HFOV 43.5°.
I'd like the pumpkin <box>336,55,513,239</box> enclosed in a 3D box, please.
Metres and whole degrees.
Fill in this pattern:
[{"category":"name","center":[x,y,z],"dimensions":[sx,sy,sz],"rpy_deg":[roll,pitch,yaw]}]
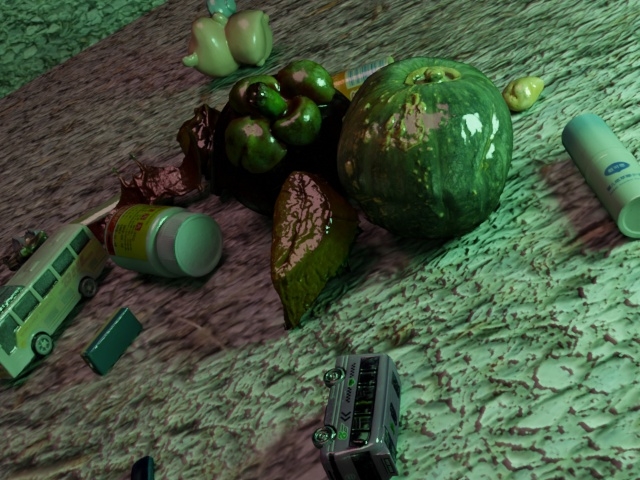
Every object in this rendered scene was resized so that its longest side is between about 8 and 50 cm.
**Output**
[{"category":"pumpkin","center":[0.165,-0.150,1.306],"dimensions":[0.292,0.257,0.327],"rpy_deg":[2,30,17]}]

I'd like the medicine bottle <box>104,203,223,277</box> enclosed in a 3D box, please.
[{"category":"medicine bottle","center":[-0.309,0.001,1.571],"dimensions":[0.226,0.139,0.139],"rpy_deg":[7,47,42]}]

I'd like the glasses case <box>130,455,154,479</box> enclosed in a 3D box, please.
[{"category":"glasses case","center":[-0.261,0.348,1.165],"dimensions":[0.034,0.023,0.083],"rpy_deg":[-24,32,4]}]

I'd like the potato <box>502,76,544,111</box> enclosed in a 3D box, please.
[{"category":"potato","center":[0.384,-0.278,1.512],"dimensions":[0.083,0.062,0.068],"rpy_deg":[-21,42,-29]}]

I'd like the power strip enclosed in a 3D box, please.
[{"category":"power strip","center":[-0.380,0.182,1.453],"dimensions":[0.032,0.056,0.123],"rpy_deg":[1,44,40]}]

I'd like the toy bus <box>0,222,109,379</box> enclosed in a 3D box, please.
[{"category":"toy bus","center":[-0.559,0.116,1.606],"dimensions":[0.097,0.138,0.342],"rpy_deg":[-2,40,32]}]

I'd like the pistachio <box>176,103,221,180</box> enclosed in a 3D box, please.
[{"category":"pistachio","center":[-0.263,-0.225,1.831],"dimensions":[0.131,0.165,0.210],"rpy_deg":[-10,44,-4]}]

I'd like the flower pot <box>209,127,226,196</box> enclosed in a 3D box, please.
[{"category":"flower pot","center":[-0.166,-0.213,1.757],"dimensions":[0.084,0.178,0.250],"rpy_deg":[11,43,6]}]

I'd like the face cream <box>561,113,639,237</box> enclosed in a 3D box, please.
[{"category":"face cream","center":[0.437,-0.104,1.206],"dimensions":[0.077,0.077,0.250],"rpy_deg":[-23,33,10]}]

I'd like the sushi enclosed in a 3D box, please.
[{"category":"sushi","center":[-0.001,0.000,1.320],"dimensions":[0.149,0.140,0.287],"rpy_deg":[-7,62,16]}]

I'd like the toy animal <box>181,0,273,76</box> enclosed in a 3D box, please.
[{"category":"toy animal","center":[-0.249,-0.562,2.272],"dimensions":[0.221,0.229,0.210],"rpy_deg":[25,17,7]}]

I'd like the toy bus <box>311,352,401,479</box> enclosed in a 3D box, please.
[{"category":"toy bus","center":[0.054,0.230,1.031],"dimensions":[0.099,0.086,0.178],"rpy_deg":[-9,35,17]}]

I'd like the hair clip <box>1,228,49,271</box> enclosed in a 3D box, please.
[{"category":"hair clip","center":[-0.657,0.034,1.790],"dimensions":[0.085,0.106,0.292],"rpy_deg":[-30,8,-33]}]

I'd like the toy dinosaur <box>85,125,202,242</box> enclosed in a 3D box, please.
[{"category":"toy dinosaur","center":[-0.404,-0.102,1.744],"dimensions":[0.328,0.113,0.206],"rpy_deg":[-12,75,11]}]

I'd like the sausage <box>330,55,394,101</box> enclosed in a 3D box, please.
[{"category":"sausage","center":[0.025,-0.324,1.810],"dimensions":[0.312,0.093,0.093],"rpy_deg":[-16,35,20]}]

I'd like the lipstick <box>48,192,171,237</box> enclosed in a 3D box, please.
[{"category":"lipstick","center":[-0.481,-0.054,1.839],"dimensions":[0.304,0.076,0.076],"rpy_deg":[-31,33,-3]}]

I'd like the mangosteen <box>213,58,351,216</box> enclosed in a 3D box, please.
[{"category":"mangosteen","center":[-0.073,-0.191,1.519],"dimensions":[0.301,0.300,0.300],"rpy_deg":[-20,34,14]}]
